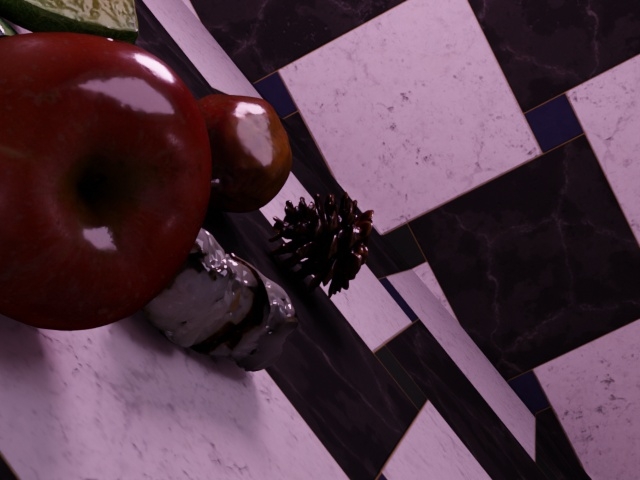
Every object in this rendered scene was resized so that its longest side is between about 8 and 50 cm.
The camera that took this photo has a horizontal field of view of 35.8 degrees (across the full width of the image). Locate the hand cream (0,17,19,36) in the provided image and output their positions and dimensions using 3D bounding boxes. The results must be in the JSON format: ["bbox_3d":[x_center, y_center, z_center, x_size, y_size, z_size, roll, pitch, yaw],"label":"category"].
[{"bbox_3d":[-0.437,-0.279,1.315,0.095,0.046,0.175,38,9,-12],"label":"hand cream"}]

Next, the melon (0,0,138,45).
[{"bbox_3d":[-0.421,-0.364,1.398,0.323,0.124,0.196,15,6,-32],"label":"melon"}]

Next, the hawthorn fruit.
[{"bbox_3d":[-0.156,-0.134,1.667,0.208,0.208,0.248,47,27,-18],"label":"hawthorn fruit"}]

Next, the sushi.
[{"bbox_3d":[-0.125,0.071,1.176,0.130,0.124,0.332,48,5,36],"label":"sushi"}]

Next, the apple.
[{"bbox_3d":[-0.224,-0.058,0.857,0.216,0.260,0.260,24,-14,50],"label":"apple"}]

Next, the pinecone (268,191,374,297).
[{"bbox_3d":[0.000,0.000,1.837,0.208,0.208,0.208,48,10,-11],"label":"pinecone"}]

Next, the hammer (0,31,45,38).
[{"bbox_3d":[-0.272,-0.085,1.284,0.409,0.095,0.242,55,10,-2],"label":"hammer"}]
